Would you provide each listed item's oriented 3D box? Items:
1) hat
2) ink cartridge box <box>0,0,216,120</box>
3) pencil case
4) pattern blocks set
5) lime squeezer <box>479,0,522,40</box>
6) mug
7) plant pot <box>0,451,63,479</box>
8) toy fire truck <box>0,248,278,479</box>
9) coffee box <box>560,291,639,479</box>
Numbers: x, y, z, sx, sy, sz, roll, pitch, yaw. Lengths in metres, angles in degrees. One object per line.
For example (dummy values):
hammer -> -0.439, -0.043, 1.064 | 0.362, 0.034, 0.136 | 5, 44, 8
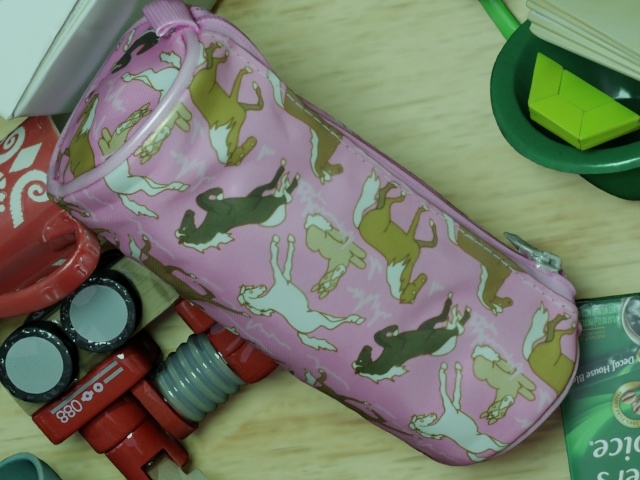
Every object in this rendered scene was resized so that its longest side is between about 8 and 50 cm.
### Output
hat -> 0.234, -0.058, 1.376 | 0.173, 0.183, 0.208 | -20, 48, 6
ink cartridge box -> -0.276, -0.255, 1.320 | 0.385, 0.279, 0.160 | 35, 103, 8
pencil case -> 0.000, 0.000, 1.269 | 0.386, 0.160, 0.167 | 34, 66, -24
pattern blocks set -> 0.253, -0.173, 1.302 | 0.285, 0.026, 0.325 | -40, 62, -13
lime squeezer -> 0.030, -0.255, 1.400 | 0.310, 0.059, 0.110 | 24, 127, 8
mug -> -0.227, -0.006, 1.325 | 0.169, 0.150, 0.113 | -35, 101, 9
plant pot -> -0.205, 0.328, 1.350 | 0.196, 0.293, 0.293 | 34, 97, -20
toy fire truck -> -0.091, 0.114, 1.381 | 0.217, 0.158, 0.246 | -38, 97, 8
coffee box -> 0.234, 0.131, 1.370 | 0.113, 0.040, 0.184 | -6, 90, 8
